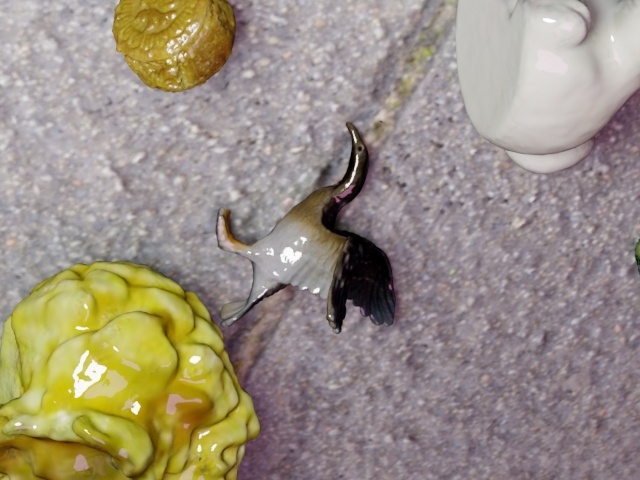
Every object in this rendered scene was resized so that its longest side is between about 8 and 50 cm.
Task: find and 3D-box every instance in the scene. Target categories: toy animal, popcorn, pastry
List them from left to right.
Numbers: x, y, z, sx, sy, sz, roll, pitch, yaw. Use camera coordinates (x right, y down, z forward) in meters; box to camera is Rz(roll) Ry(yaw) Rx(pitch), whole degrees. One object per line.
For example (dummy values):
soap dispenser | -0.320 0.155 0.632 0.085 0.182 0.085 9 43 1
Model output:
popcorn | -0.189 0.155 1.776 0.258 0.224 0.270 31 82 -55
pastry | -0.117 -0.173 1.613 0.097 0.109 0.057 -8 151 26
toy animal | -0.015 -0.006 1.783 0.160 0.272 0.197 -2 94 2
toy animal | 0.301 -0.181 1.706 0.368 0.196 0.241 -14 140 -7

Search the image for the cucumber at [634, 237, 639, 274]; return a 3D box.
cucumber | 0.388 0.098 2.064 0.067 0.067 0.293 -27 134 3
